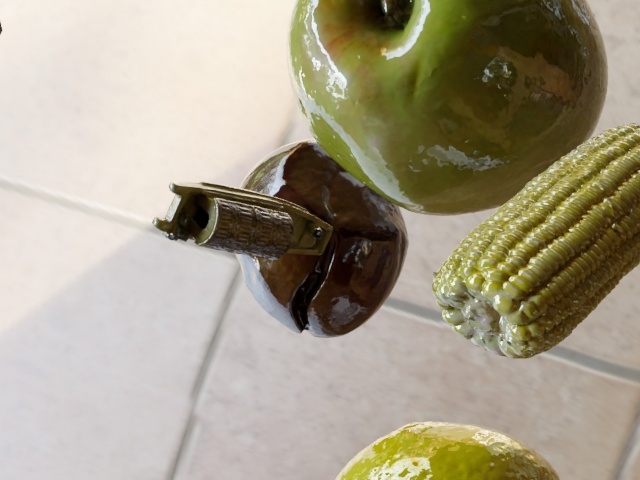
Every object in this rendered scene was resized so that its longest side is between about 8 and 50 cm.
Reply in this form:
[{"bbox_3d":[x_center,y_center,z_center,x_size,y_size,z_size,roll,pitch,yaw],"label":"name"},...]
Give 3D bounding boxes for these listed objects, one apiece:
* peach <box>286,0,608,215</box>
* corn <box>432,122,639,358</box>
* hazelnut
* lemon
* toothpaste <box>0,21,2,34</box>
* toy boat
[{"bbox_3d":[0.131,-0.174,1.670,0.281,0.315,0.314,13,66,42],"label":"peach"},{"bbox_3d":[0.133,-0.002,0.909,0.165,0.063,0.085,-38,21,-30],"label":"corn"},{"bbox_3d":[0.000,0.000,2.076,0.218,0.218,0.234,-40,58,11],"label":"hazelnut"},{"bbox_3d":[0.130,0.296,1.718,0.288,0.233,0.234,-1,75,35],"label":"lemon"},{"bbox_3d":[-0.345,-0.259,1.595,0.070,0.044,0.193,-46,56,57],"label":"toothpaste"},{"bbox_3d":[-0.078,-0.016,1.848,0.088,0.226,0.068,39,111,47],"label":"toy boat"}]
